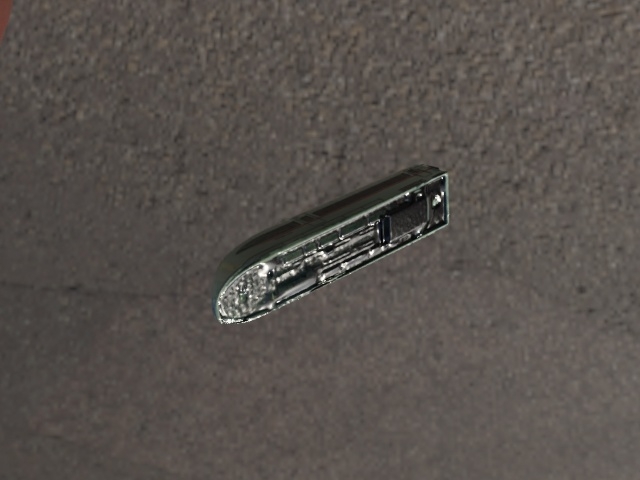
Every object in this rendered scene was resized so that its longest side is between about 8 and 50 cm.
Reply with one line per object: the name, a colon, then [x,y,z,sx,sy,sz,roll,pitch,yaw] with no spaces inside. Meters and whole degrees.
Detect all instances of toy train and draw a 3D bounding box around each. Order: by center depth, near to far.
toy train: [0.000,0.000,1.612,0.088,0.407,0.086,24,128,42]

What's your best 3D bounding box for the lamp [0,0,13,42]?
lamp: [-0.360,-0.228,0.905,0.257,0.303,0.303,-34,164,-29]
